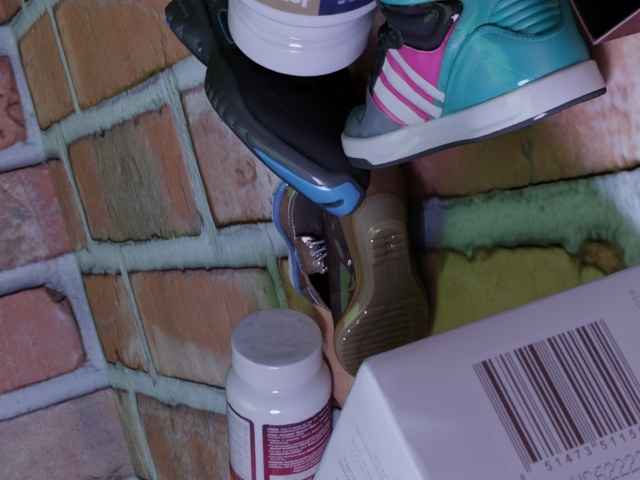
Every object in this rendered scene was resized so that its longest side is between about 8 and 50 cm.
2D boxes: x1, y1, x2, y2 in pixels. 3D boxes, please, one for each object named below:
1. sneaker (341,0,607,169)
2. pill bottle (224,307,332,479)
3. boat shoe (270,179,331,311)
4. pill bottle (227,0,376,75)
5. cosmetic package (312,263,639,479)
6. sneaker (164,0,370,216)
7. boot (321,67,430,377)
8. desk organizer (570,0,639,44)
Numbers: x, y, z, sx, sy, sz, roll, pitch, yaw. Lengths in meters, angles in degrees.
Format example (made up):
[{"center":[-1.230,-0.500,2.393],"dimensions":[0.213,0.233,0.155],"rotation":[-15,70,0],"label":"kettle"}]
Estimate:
[{"center":[0.076,-0.156,1.127],"dimensions":[0.295,0.123,0.178],"rotation":[-12,99,63],"label":"sneaker"},{"center":[-0.047,0.191,1.750],"dimensions":[0.121,0.121,0.221],"rotation":[-128,29,-46],"label":"pill bottle"},{"center":[0.000,0.000,1.566],"dimensions":[0.066,0.066,0.183],"rotation":[45,160,37],"label":"boat shoe"},{"center":[-0.005,-0.265,1.227],"dimensions":[0.265,0.153,0.153],"rotation":[98,149,-51],"label":"pill bottle"},{"center":[0.119,0.218,1.162],"dimensions":[0.453,0.230,0.162],"rotation":[107,141,-59],"label":"cosmetic package"},{"center":[-0.029,-0.156,1.365],"dimensions":[0.125,0.139,0.341],"rotation":[43,-169,-46],"label":"sneaker"},{"center":[0.038,-0.013,1.459],"dimensions":[0.248,0.090,0.207],"rotation":[92,166,-47],"label":"boot"},{"center":[0.170,-0.189,0.960],"dimensions":[0.047,0.050,0.130],"rotation":[115,135,-62],"label":"desk organizer"}]
